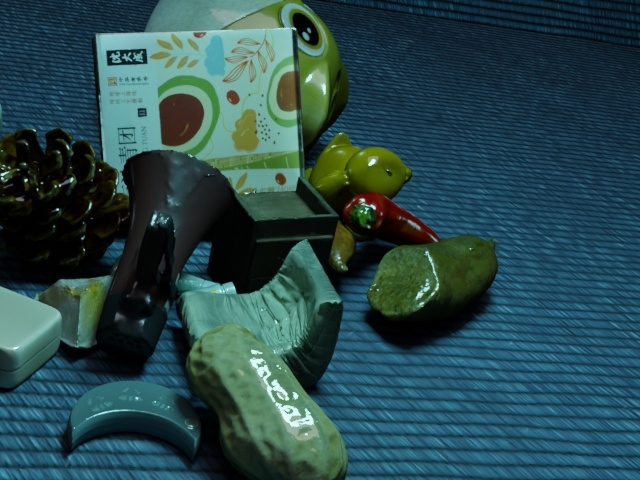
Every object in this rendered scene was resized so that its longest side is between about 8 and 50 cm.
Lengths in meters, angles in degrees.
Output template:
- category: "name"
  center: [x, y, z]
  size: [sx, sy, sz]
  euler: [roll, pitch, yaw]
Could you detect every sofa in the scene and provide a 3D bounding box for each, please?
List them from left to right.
- category: "sofa"
  center: [-0.102, 0.118, 1.678]
  size: [0.226, 0.176, 0.210]
  euler: [3, 30, -19]

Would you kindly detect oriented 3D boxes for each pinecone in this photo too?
- category: "pinecone"
  center: [-0.464, -0.073, 1.802]
  size: [0.244, 0.309, 0.244]
  euler: [-9, 52, 11]

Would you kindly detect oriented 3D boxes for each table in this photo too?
- category: "table"
  center: [-0.086, 0.009, 1.867]
  size: [0.169, 0.193, 0.172]
  euler: [-4, 32, -28]

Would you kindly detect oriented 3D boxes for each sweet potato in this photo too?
- category: "sweet potato"
  center: [0.003, 0.001, 2.010]
  size: [0.112, 0.112, 0.359]
  euler: [4, 16, -16]
- category: "sweet potato"
  center: [0.235, 0.069, 1.959]
  size: [0.158, 0.157, 0.370]
  euler: [33, 27, 33]

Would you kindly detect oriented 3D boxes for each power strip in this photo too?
- category: "power strip"
  center: [-0.251, 0.257, 1.498]
  size: [0.216, 0.044, 0.137]
  euler: [6, 28, -12]

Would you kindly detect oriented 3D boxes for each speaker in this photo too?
- category: "speaker"
  center: [-0.240, 0.011, 1.666]
  size: [0.198, 0.259, 0.329]
  euler: [34, 44, -27]

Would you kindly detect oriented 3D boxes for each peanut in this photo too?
- category: "peanut"
  center: [-0.084, 0.241, 1.470]
  size: [0.152, 0.152, 0.313]
  euler: [-13, 52, -40]

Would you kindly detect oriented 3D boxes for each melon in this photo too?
- category: "melon"
  center: [-0.395, 0.097, 1.690]
  size: [0.140, 0.093, 0.202]
  euler: [10, 23, 9]

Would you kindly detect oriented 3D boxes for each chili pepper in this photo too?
- category: "chili pepper"
  center: [0.141, -0.035, 2.043]
  size: [0.137, 0.091, 0.368]
  euler: [28, 10, 33]

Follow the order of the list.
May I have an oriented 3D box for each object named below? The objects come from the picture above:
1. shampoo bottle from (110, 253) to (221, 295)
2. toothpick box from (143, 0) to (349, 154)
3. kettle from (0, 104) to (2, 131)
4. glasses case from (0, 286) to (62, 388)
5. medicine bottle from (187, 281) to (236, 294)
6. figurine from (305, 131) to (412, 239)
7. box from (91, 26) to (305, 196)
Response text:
- category: "shampoo bottle"
  center: [-0.270, 0.070, 1.840]
  size: [0.191, 0.041, 0.069]
  euler: [16, 25, 4]
- category: "toothpick box"
  center: [-0.161, -0.361, 2.296]
  size: [0.426, 0.408, 0.409]
  euler: [20, 28, 5]
- category: "kettle"
  center: [-0.759, -0.167, 1.954]
  size: [0.205, 0.265, 0.318]
  euler: [40, 23, -17]
- category: "glasses case"
  center: [-0.573, 0.112, 1.597]
  size: [0.337, 0.076, 0.144]
  euler: [20, 28, 13]
- category: "medicine bottle"
  center: [-0.187, 0.101, 1.790]
  size: [0.083, 0.047, 0.047]
  euler: [-15, 35, -12]
- category: "figurine"
  center: [0.072, -0.123, 2.178]
  size: [0.215, 0.215, 0.228]
  euler: [-5, 31, -31]
- category: "box"
  center: [-0.231, -0.226, 2.012]
  size: [0.385, 0.344, 0.122]
  euler: [-5, 6, -14]
